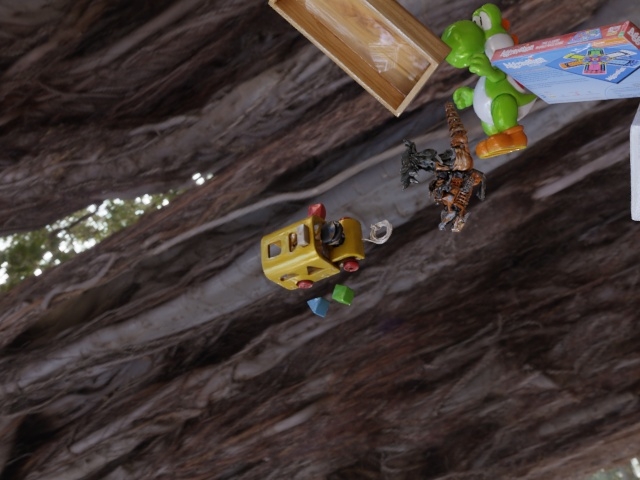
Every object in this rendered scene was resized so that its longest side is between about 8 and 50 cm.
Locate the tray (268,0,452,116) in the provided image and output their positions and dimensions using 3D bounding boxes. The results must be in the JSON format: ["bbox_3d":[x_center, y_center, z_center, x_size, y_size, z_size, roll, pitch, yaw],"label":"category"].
[{"bbox_3d":[0.082,-0.487,1.496,0.411,0.203,0.076,41,-121,1],"label":"tray"}]

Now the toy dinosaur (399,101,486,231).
[{"bbox_3d":[0.321,-0.187,1.723,0.164,0.218,0.322,72,-157,-62],"label":"toy dinosaur"}]

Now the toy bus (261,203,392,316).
[{"bbox_3d":[-0.009,0.009,1.158,0.191,0.202,0.104,29,178,42],"label":"toy bus"}]

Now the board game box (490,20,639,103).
[{"bbox_3d":[0.395,-0.258,0.995,0.145,0.027,0.281,26,178,-23],"label":"board game box"}]

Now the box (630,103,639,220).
[{"bbox_3d":[0.568,-0.148,1.041,0.181,0.119,0.182,-51,-45,-38],"label":"box"}]

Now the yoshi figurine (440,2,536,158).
[{"bbox_3d":[0.385,-0.386,1.614,0.203,0.203,0.363,-11,-88,-49],"label":"yoshi figurine"}]
